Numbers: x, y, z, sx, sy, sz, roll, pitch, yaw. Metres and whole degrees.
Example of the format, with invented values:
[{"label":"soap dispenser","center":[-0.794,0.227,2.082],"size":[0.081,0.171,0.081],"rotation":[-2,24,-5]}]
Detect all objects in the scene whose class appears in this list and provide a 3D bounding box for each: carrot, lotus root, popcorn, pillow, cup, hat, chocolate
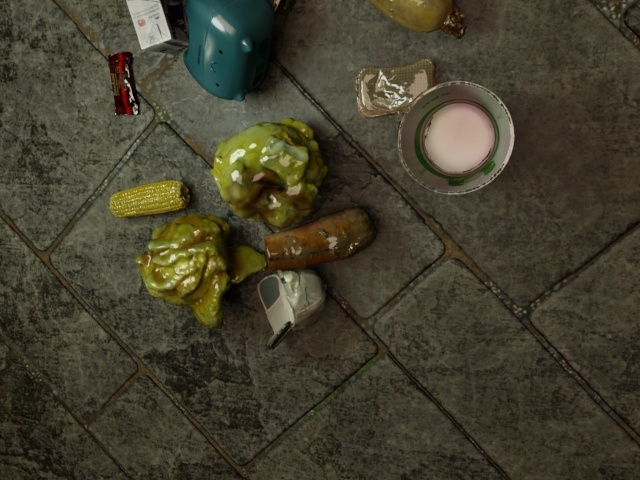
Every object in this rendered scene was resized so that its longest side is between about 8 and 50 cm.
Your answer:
[{"label":"carrot","center":[0.000,0.000,1.612],"size":[0.302,0.139,0.138],"rotation":[-13,98,-5]},{"label":"lotus root","center":[0.217,-0.608,1.447],"size":[0.343,0.169,0.151],"rotation":[39,144,7]},{"label":"popcorn","center":[-0.341,0.088,1.683],"size":[0.321,0.290,0.325],"rotation":[-11,79,19]},{"label":"pillow","center":[0.195,-0.393,1.568],"size":[0.211,0.034,0.135],"rotation":[-3,102,17]},{"label":"cup","center":[0.323,-0.244,1.439],"size":[0.253,0.274,0.253],"rotation":[2,100,13]},{"label":"hat","center":[-0.082,0.190,1.693],"size":[0.161,0.232,0.275],"rotation":[15,126,-23]},{"label":"chocolate","center":[-0.582,-0.459,1.764],"size":[0.086,0.028,0.182],"rotation":[0,103,18]},{"label":"popcorn","center":[-0.134,-0.168,1.581],"size":[0.312,0.312,0.312],"rotation":[3,102,14]}]

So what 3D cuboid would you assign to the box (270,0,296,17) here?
[{"label":"box","center":[-0.089,-0.624,1.543],"size":[0.023,0.133,0.090],"rotation":[31,108,4]}]

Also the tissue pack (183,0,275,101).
[{"label":"tissue pack","center":[-0.223,-0.500,1.524],"size":[0.206,0.198,0.287],"rotation":[42,148,9]}]

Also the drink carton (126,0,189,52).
[{"label":"drink carton","center":[-0.447,-0.633,1.637],"size":[0.102,0.134,0.222],"rotation":[-13,98,16]}]

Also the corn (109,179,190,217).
[{"label":"corn","center":[-0.505,-0.121,1.778],"size":[0.244,0.093,0.093],"rotation":[-8,99,16]}]
